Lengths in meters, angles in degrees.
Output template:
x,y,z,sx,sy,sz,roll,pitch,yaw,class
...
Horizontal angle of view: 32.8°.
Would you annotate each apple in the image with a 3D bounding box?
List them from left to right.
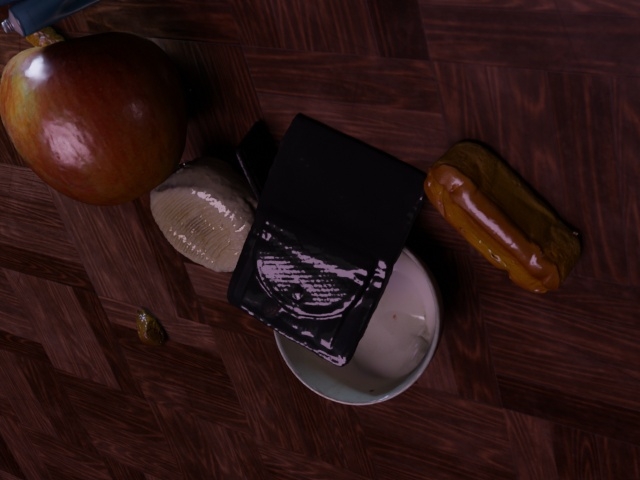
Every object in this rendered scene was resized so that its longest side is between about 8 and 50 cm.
x,y,z,sx,sy,sz,roll,pitch,yaw,class
-0.347,-0.186,1.716,0.302,0.301,0.301,25,140,23,apple

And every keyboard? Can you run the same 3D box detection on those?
x,y,z,sx,sy,sz,roll,pitch,yaw,class
-0.086,-0.098,1.736,0.041,0.103,0.381,-16,119,33,keyboard

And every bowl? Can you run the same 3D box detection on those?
x,y,z,sx,sy,sz,roll,pitch,yaw,class
0.075,0.114,1.722,0.277,0.145,0.276,0,91,24,bowl

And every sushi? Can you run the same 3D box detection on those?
x,y,z,sx,sy,sz,roll,pitch,yaw,class
-0.368,0.194,2.329,0.047,0.050,0.099,1,117,49,sushi

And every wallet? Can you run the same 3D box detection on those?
x,y,z,sx,sy,sz,roll,pitch,yaw,class
0.000,0.000,1.657,0.247,0.041,0.322,27,99,18,wallet

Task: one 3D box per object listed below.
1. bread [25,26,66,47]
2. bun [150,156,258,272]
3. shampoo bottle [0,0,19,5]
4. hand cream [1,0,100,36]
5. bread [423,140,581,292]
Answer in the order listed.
x,y,z,sx,sy,sz,roll,pitch,yaw,class
-0.446,-0.325,1.884,0.157,0.044,0.052,37,140,6,bread
-0.171,-0.055,1.829,0.221,0.134,0.220,19,139,18,bun
-0.403,-0.493,1.438,0.343,0.331,0.331,-1,126,42,shampoo bottle
-0.372,-0.366,1.627,0.048,0.224,0.083,54,165,20,hand cream
0.249,-0.028,1.508,0.245,0.094,0.102,44,149,-3,bread
